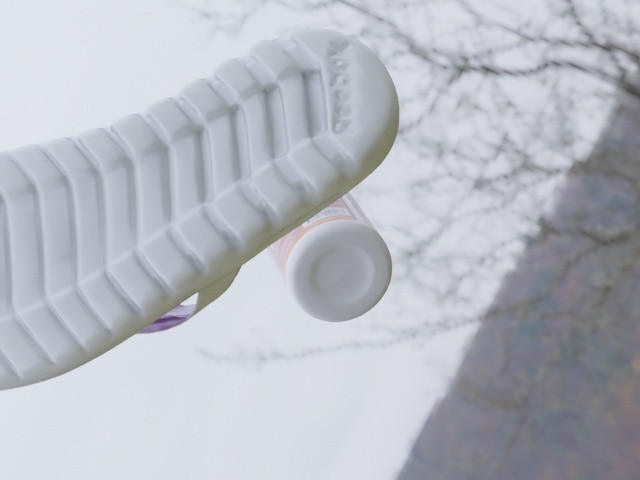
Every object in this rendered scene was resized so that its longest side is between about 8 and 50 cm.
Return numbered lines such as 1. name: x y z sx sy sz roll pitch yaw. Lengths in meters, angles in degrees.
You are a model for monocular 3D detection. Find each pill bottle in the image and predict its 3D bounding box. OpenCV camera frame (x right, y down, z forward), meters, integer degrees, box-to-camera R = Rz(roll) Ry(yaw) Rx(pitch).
1. pill bottle: 0.000 0.000 2.081 0.121 0.121 0.216 -67 20 15

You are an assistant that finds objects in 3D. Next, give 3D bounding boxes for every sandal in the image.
1. sandal: -0.130 -0.002 1.260 0.416 0.169 0.102 -23 -23 5
